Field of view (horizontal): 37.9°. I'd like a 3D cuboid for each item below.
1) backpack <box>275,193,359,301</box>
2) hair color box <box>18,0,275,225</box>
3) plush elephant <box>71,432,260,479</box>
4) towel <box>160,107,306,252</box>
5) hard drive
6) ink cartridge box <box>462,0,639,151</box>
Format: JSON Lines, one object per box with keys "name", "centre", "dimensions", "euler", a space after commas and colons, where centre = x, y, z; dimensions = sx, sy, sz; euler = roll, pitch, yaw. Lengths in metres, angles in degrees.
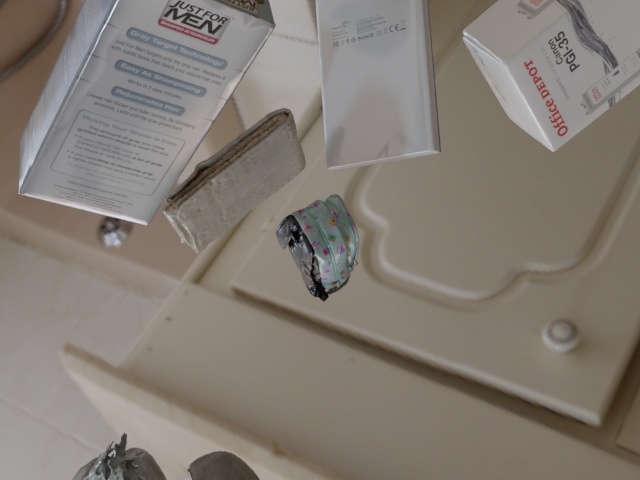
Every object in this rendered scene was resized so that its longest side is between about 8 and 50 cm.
{"name": "backpack", "centre": [0.000, 0.000, 1.587], "dimensions": [0.152, 0.115, 0.182], "euler": [52, 166, 19]}
{"name": "hair color box", "centre": [-0.232, -0.195, 1.182], "dimensions": [0.185, 0.113, 0.374], "euler": [15, 133, -30]}
{"name": "plush elephant", "centre": [-0.196, 0.379, 1.105], "dimensions": [0.255, 0.272, 0.330], "euler": [34, 131, -7]}
{"name": "towel", "centre": [-0.150, -0.104, 1.661], "dimensions": [0.049, 0.282, 0.187], "euler": [48, 169, 23]}
{"name": "hard drive", "centre": [0.099, -0.296, 1.650], "dimensions": [0.210, 0.318, 0.040], "euler": [-7, 173, 29]}
{"name": "ink cartridge box", "centre": [0.371, -0.292, 1.305], "dimensions": [0.207, 0.283, 0.117], "euler": [46, -174, -43]}
